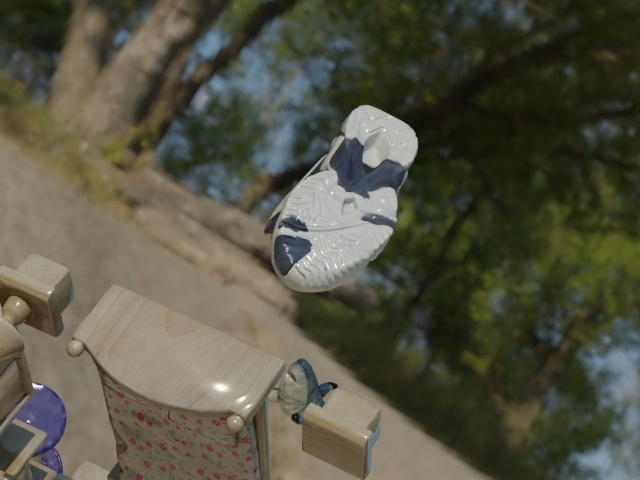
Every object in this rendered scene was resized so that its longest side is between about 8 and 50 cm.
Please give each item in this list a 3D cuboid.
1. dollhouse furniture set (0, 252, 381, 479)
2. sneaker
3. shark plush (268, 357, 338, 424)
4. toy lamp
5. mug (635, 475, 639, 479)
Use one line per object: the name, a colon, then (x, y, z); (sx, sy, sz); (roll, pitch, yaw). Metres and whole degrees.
dollhouse furniture set: (-0.149, 0.197, 1.247); (0.356, 0.174, 0.303); (22, -37, 21)
sneaker: (0.000, 0.000, 1.541); (0.094, 0.235, 0.153); (25, -49, -5)
shark plush: (0.000, 0.197, 2.124); (0.161, 0.067, 0.073); (38, -4, -41)
toy lamp: (-0.286, 0.206, 1.708); (0.080, 0.080, 0.274); (30, -22, 4)
mug: (0.418, 0.215, 1.358); (0.328, 0.374, 0.276); (-1, 58, -50)
